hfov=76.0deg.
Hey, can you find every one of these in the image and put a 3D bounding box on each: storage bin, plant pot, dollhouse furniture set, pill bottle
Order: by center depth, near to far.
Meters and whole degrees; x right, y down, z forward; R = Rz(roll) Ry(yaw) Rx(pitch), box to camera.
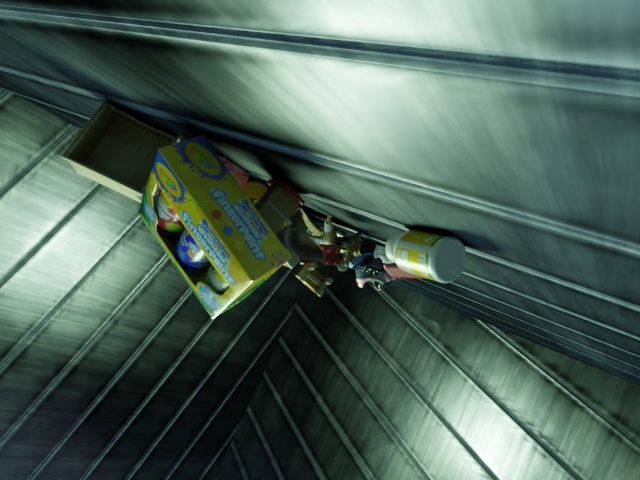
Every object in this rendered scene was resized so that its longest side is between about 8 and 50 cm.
[{"bbox_3d":[0.268,0.035,1.084,0.117,0.118,0.208,28,174,-29],"label":"pill bottle"},{"bbox_3d":[-0.640,-0.292,1.363,0.262,0.261,0.123,25,158,-6],"label":"storage bin"},{"bbox_3d":[-0.089,-0.008,1.410,0.374,0.201,0.152,45,167,-22],"label":"dollhouse furniture set"},{"bbox_3d":[-0.257,-0.106,1.611,0.253,0.254,0.239,24,159,6],"label":"plant pot"}]

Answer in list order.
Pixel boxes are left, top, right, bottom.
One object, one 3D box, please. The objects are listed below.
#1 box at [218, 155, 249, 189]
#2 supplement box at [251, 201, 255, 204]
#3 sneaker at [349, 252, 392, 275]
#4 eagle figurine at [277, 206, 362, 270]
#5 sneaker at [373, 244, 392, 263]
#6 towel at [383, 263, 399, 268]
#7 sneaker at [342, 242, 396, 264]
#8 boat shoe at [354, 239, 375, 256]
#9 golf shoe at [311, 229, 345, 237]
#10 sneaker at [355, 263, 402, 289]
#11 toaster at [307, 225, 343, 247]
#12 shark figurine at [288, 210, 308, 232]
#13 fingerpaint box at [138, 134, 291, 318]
[{"bbox_3d":[-0.424,-0.234,1.488,0.299,0.154,0.142,23,174,37],"label":"box"},{"bbox_3d":[-0.366,-0.182,1.815,0.188,0.081,0.104,45,176,1],"label":"supplement box"},{"bbox_3d":[0.220,0.106,1.735,0.232,0.091,0.081,-7,156,-37],"label":"sneaker"},{"bbox_3d":[0.002,-0.011,1.594,0.298,0.226,0.226,13,-178,16],"label":"eagle figurine"},{"bbox_3d":[0.290,0.073,1.714,0.152,0.061,0.053,24,173,-5],"label":"sneaker"},{"bbox_3d":[0.367,0.122,1.650,0.198,0.031,0.275,0,168,16],"label":"towel"},{"bbox_3d":[0.226,0.092,2.013,0.286,0.109,0.130,28,-179,-13],"label":"sneaker"},{"bbox_3d":[0.206,0.046,1.811,0.073,0.073,0.207,14,179,27],"label":"boat shoe"},{"bbox_3d":[0.035,0.002,1.873,0.077,0.094,0.198,24,158,-37],"label":"golf shoe"},{"bbox_3d":[0.303,0.167,1.887,0.318,0.131,0.112,8,175,-18],"label":"sneaker"},{"bbox_3d":[0.004,0.004,2.029,0.226,0.129,0.146,27,172,13],"label":"toaster"},{"bbox_3d":[-0.134,-0.113,1.824,0.278,0.166,0.116,42,153,12],"label":"shark figurine"},{"bbox_3d":[-0.347,-0.023,1.259,0.445,0.163,0.371,54,140,3],"label":"fingerpaint box"}]
